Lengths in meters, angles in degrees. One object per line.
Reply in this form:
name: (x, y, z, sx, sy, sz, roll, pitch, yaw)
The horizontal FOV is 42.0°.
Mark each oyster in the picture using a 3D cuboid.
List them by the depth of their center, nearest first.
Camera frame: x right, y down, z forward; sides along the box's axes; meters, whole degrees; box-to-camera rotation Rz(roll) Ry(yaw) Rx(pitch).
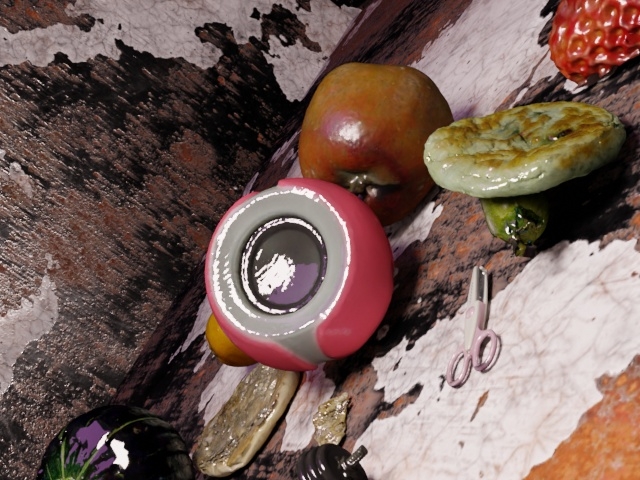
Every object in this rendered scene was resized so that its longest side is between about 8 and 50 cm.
oyster: (0.016, 0.249, 1.157, 0.081, 0.038, 0.083, -53, 13, -3)

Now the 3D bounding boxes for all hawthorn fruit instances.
hawthorn fruit: (0.086, -0.151, 1.446, 0.267, 0.267, 0.301, -36, 25, 52)

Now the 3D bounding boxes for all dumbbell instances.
dumbbell: (-0.015, 0.312, 0.980, 0.208, 0.099, 0.099, -49, 15, 18)

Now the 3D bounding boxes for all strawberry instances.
strawberry: (0.411, -0.366, 1.101, 0.280, 0.150, 0.253, -31, 26, 54)

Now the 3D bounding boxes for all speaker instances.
speaker: (-0.023, 0.049, 1.264, 0.294, 0.294, 0.294, -49, 15, 18)

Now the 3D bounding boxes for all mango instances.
mango: (-0.116, 0.146, 1.589, 0.254, 0.139, 0.175, -42, -4, 28)

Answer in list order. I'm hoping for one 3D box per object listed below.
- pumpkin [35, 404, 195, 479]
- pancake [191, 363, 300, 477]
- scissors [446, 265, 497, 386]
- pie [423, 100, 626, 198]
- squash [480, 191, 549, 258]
pumpkin: (-0.334, 0.433, 1.466, 0.296, 0.296, 0.296, -49, 15, 18)
pancake: (-0.131, 0.304, 1.478, 0.282, 0.049, 0.282, -48, 15, 18)
scissors: (0.186, 0.095, 1.001, 0.085, 0.022, 0.176, -45, 20, 43)
pie: (0.243, -0.114, 1.005, 0.240, 0.054, 0.240, -13, 24, 6)
squash: (0.239, -0.059, 1.054, 0.087, 0.087, 0.331, -49, 13, 20)
